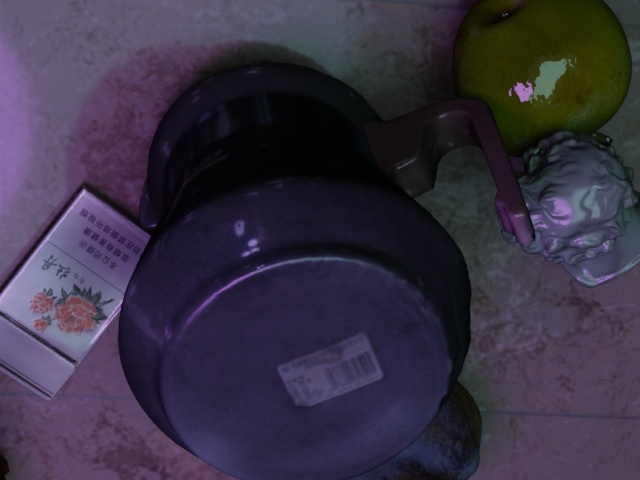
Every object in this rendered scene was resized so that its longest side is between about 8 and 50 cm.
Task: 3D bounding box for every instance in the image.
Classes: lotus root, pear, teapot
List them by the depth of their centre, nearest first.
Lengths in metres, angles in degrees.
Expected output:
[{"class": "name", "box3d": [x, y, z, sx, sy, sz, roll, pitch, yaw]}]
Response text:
[{"class": "teapot", "box3d": [0.000, 0.000, 1.395, 0.376, 0.362, 0.306, -21, 125, 5]}, {"class": "pear", "box3d": [0.225, -0.153, 1.535, 0.180, 0.166, 0.216, -47, 133, -11]}, {"class": "lotus root", "box3d": [0.015, 0.173, 1.581, 0.322, 0.140, 0.158, 21, 100, -16]}]

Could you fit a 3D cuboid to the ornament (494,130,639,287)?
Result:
[{"class": "ornament", "box3d": [0.267, -0.023, 1.521, 0.130, 0.285, 0.120, -44, 67, 12]}]

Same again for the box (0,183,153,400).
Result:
[{"class": "box", "box3d": [-0.252, 0.052, 1.537, 0.109, 0.029, 0.198, 37, 94, -20]}]

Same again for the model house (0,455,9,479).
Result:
[{"class": "model house", "box3d": [-0.415, 0.235, 1.471, 0.199, 0.219, 0.229, -36, 156, -10]}]
